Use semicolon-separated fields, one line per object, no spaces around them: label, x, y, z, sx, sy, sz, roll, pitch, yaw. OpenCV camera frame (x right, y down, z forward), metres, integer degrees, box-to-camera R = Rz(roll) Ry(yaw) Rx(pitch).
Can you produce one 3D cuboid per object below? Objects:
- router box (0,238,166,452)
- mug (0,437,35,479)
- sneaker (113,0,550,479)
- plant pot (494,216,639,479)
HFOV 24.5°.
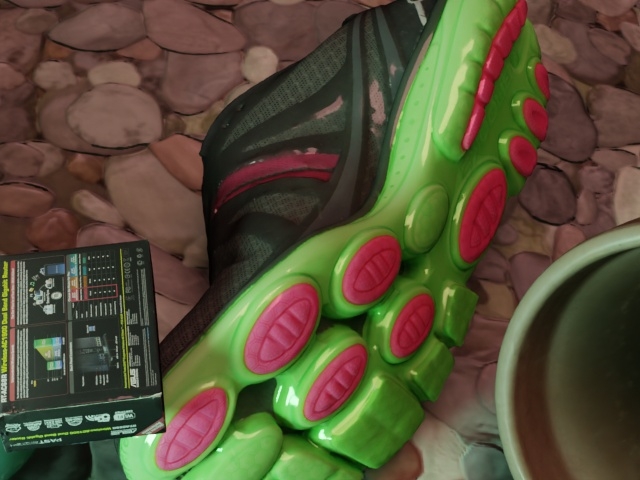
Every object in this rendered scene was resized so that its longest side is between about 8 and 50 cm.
router box;-0.139;0.059;0.849;0.092;0.038;0.122;-5;48;-5
mug;-0.219;0.100;0.897;0.157;0.097;0.129;27;46;11
sneaker;0.000;0.000;1.030;0.202;0.185;0.483;1;42;37
plant pot;0.280;0.092;0.963;0.263;0.263;0.229;38;31;21
